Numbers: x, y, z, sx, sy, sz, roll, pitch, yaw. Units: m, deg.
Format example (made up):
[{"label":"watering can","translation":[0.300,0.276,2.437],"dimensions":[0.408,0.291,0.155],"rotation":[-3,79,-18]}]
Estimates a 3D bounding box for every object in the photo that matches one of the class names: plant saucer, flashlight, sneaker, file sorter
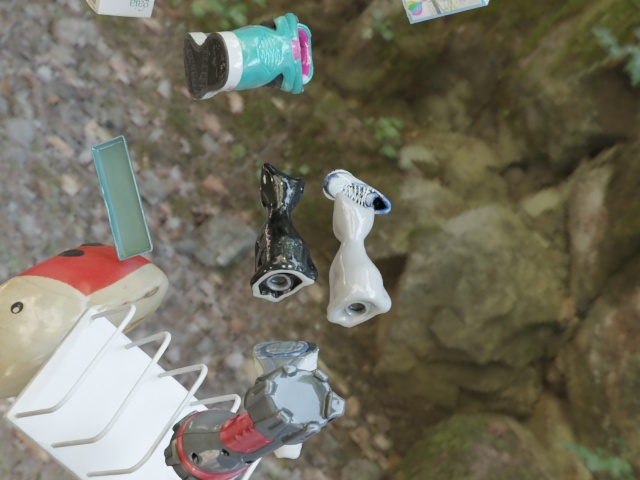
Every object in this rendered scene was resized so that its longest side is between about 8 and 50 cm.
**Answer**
[{"label":"plant saucer","translation":[-0.315,-0.068,1.987],"dimensions":[0.018,0.067,0.192],"rotation":[-8,82,-65]},{"label":"flashlight","translation":[-0.091,0.218,1.452],"dimensions":[0.103,0.304,0.103],"rotation":[-33,85,-32]},{"label":"sneaker","translation":[0.062,-0.075,1.988],"dimensions":[0.135,0.052,0.058],"rotation":[19,4,-41]},{"label":"file sorter","translation":[-0.232,0.239,1.650],"dimensions":[0.278,0.173,0.192],"rotation":[44,59,-17]},{"label":"sneaker","translation":[-0.104,-0.284,1.918],"dimensions":[0.179,0.123,0.295],"rotation":[-7,10,-19]},{"label":"sneaker","translation":[-0.061,0.251,2.044],"dimensions":[0.111,0.129,0.297],"rotation":[1,19,5]}]

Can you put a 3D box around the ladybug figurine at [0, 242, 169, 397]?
[{"label":"ladybug figurine","translation":[-0.419,0.116,2.056],"dimensions":[0.162,0.305,0.449],"rotation":[56,18,2]}]

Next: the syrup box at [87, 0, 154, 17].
[{"label":"syrup box","translation":[-0.305,-0.480,1.972],"dimensions":[0.093,0.236,0.096],"rotation":[-2,33,-30]}]

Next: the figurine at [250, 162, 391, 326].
[{"label":"figurine","translation":[0.000,0.000,1.815],"dimensions":[0.215,0.092,0.209],"rotation":[21,49,-28]}]

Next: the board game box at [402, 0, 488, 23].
[{"label":"board game box","translation":[0.135,-0.350,1.519],"dimensions":[0.154,0.104,0.026],"rotation":[67,30,-27]}]
